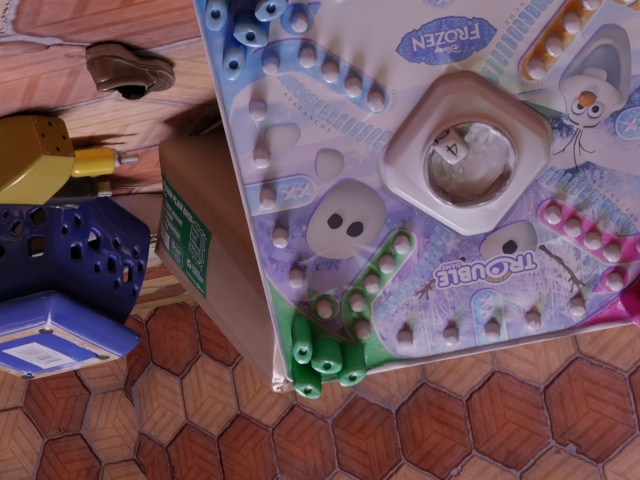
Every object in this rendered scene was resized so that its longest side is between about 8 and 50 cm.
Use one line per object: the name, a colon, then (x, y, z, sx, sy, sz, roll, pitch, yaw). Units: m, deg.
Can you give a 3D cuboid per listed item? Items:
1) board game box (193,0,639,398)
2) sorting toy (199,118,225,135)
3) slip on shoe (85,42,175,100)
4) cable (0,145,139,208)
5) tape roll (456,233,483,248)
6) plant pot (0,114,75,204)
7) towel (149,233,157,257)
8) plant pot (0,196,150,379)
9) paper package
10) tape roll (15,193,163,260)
board game box: (0.125, -0.063, 0.942, 0.389, 0.390, 0.050, -11, -154, 2)
sorting toy: (-0.119, -0.140, 1.386, 0.062, 0.012, 0.083, -11, 172, -40)
slip on shoe: (-0.177, -0.151, 1.063, 0.051, 0.041, 0.135, -12, 173, 13)
cable: (-0.364, -0.075, 1.325, 0.287, 0.072, 0.139, -2, 170, -39)
tape roll: (0.125, -0.103, 1.099, 0.246, 0.246, 0.169, -11, 173, -2)
plant pot: (-0.311, -0.093, 1.203, 0.083, 0.082, 0.081, -27, 166, 31)
towel: (-0.285, 0.013, 1.755, 0.148, 0.027, 0.110, -7, 172, -30)
plant pot: (-0.385, 0.060, 1.542, 0.236, 0.212, 0.236, -15, 153, 20)
paper package: (0.000, 0.000, 1.327, 0.309, 0.168, 0.325, -11, -143, -30)
tape roll: (-0.399, 0.000, 1.882, 0.392, 0.072, 0.392, -11, 174, -1)
